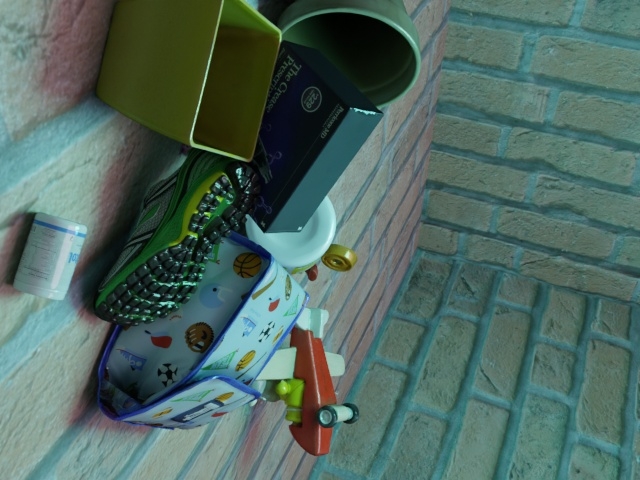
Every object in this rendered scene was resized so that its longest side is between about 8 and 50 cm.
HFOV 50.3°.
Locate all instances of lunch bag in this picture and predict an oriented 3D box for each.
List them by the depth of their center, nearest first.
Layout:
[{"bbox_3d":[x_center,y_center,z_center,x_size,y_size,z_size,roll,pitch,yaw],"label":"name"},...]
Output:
[{"bbox_3d":[-0.217,0.186,1.292,0.385,0.239,0.328,-55,160,-10],"label":"lunch bag"}]

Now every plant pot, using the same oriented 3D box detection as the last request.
[{"bbox_3d":[-0.200,-0.248,1.007,0.212,0.187,0.212,0,104,-73],"label":"plant pot"},{"bbox_3d":[0.062,-0.490,1.506,0.323,0.324,0.280,73,20,-61],"label":"plant pot"}]

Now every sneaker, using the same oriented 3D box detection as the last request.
[{"bbox_3d":[-0.249,-0.005,1.122,0.343,0.146,0.134,-50,142,-3],"label":"sneaker"}]

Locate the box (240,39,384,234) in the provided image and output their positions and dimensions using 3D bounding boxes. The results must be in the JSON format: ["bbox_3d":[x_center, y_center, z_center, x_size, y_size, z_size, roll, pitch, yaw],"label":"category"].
[{"bbox_3d":[-0.048,-0.166,1.132,0.103,0.184,0.261,-7,139,-54],"label":"box"}]

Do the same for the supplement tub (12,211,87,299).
[{"bbox_3d":[-0.365,0.021,0.921,0.071,0.071,0.107,27,79,-73],"label":"supplement tub"}]

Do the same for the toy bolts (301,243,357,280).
[{"bbox_3d":[0.000,0.000,1.904,0.228,0.219,0.158,113,-4,-58],"label":"toy bolts"}]

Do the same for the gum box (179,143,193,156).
[{"bbox_3d":[-0.165,-0.191,1.247,0.188,0.062,0.107,-3,118,-55],"label":"gum box"}]

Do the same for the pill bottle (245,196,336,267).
[{"bbox_3d":[-0.072,-0.020,1.535,0.334,0.188,0.187,126,-18,-81],"label":"pill bottle"}]

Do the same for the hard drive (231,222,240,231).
[{"bbox_3d":[-0.178,-0.177,1.400,0.203,0.040,0.307,-58,157,-44],"label":"hard drive"}]

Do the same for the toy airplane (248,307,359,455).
[{"bbox_3d":[-0.072,0.371,1.949,0.386,0.273,0.384,54,31,-23],"label":"toy airplane"}]
